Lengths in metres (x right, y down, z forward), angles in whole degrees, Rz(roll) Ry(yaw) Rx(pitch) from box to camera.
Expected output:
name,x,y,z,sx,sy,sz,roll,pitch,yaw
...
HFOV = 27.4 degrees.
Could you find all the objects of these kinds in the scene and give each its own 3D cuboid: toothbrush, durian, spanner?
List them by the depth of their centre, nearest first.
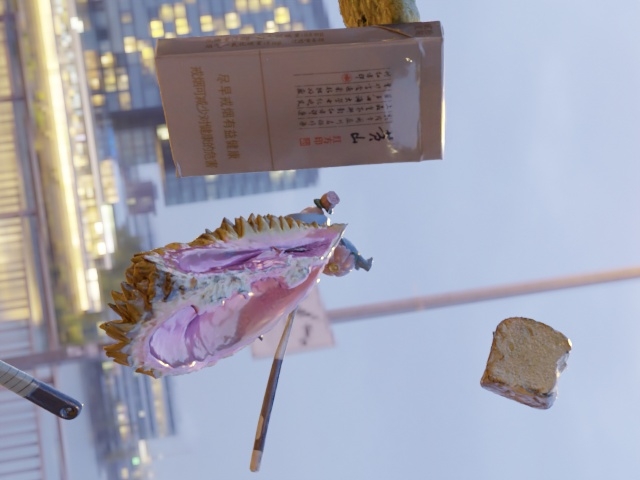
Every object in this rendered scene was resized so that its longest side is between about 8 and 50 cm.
name,x,y,z,sx,sy,sz,roll,pitch,yaw
durian,-0.123,0.051,1.358,0.191,0.341,0.112,-46,-105,32
toothbrush,-0.067,0.193,1.898,0.024,0.026,0.288,-3,-108,62
spanner,-0.486,0.192,1.936,0.316,0.087,0.024,36,17,-31

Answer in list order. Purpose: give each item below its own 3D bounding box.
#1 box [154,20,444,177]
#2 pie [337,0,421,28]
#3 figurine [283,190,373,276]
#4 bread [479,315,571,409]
name,x,y,z,sx,sy,sz,roll,pitch,yaw
box,-0.021,-0.182,1.715,0.051,0.365,0.204,-92,178,-47
pie,0.074,-0.305,1.746,0.187,0.041,0.186,45,-38,50
figurine,0.002,-0.004,2.241,0.114,0.178,0.144,-41,-150,61
bread,0.208,0.124,1.329,0.070,0.083,0.076,80,28,-73
